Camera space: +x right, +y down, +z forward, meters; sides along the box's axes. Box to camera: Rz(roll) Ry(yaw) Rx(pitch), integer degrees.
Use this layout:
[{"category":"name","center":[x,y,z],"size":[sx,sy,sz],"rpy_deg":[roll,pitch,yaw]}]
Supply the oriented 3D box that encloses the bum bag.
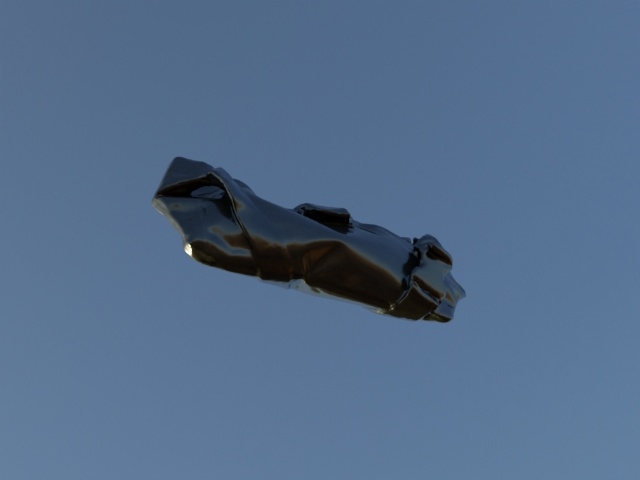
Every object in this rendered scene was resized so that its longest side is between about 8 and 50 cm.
[{"category":"bum bag","center":[0.000,0.000,0.701],"size":[0.197,0.087,0.049],"rpy_deg":[17,-57,-17]}]
